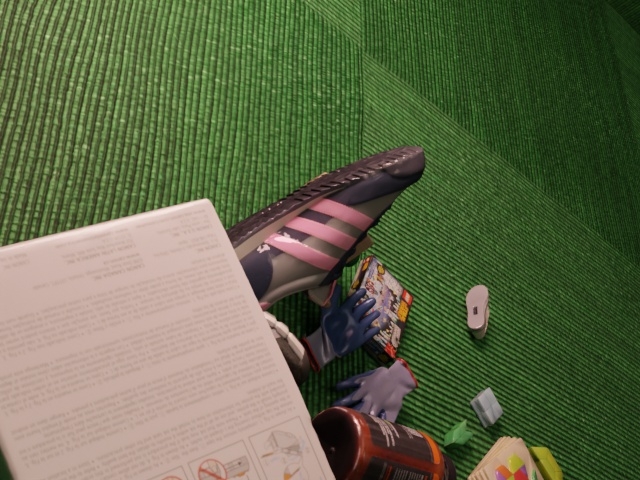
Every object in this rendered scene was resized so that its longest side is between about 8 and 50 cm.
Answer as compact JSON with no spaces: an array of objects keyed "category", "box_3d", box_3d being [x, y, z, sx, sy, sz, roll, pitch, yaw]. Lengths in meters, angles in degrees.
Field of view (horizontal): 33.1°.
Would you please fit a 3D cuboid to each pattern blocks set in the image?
[{"category":"pattern blocks set","box_3d":[0.290,0.382,1.541,0.325,0.026,0.285,54,34,-6]}]

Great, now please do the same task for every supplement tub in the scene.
[{"category":"supplement tub","box_3d":[0.076,0.269,1.288,0.198,0.106,0.106,25,46,-39]}]

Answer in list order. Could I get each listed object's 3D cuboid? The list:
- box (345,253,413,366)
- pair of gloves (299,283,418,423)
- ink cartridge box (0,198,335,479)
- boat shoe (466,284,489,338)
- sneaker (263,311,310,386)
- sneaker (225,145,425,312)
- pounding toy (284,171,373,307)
[{"category":"box","box_3d":[0.079,0.095,1.494,0.094,0.027,0.137,46,36,-18]},{"category":"pair of gloves","box_3d":[0.047,0.155,1.386,0.159,0.023,0.198,-33,96,-47]},{"category":"ink cartridge box","box_3d":[-0.166,0.170,1.007,0.308,0.091,0.385,-16,76,-41]},{"category":"boat shoe","box_3d":[0.249,0.114,1.696,0.100,0.035,0.035,-81,156,-49]},{"category":"sneaker","box_3d":[-0.128,0.112,1.173,0.228,0.086,0.132,39,43,0]},{"category":"sneaker","box_3d":[0.003,0.001,1.292,0.131,0.319,0.112,63,-10,-13]},{"category":"pounding toy","box_3d":[0.000,0.000,1.391,0.141,0.100,0.130,56,-7,-4]}]
